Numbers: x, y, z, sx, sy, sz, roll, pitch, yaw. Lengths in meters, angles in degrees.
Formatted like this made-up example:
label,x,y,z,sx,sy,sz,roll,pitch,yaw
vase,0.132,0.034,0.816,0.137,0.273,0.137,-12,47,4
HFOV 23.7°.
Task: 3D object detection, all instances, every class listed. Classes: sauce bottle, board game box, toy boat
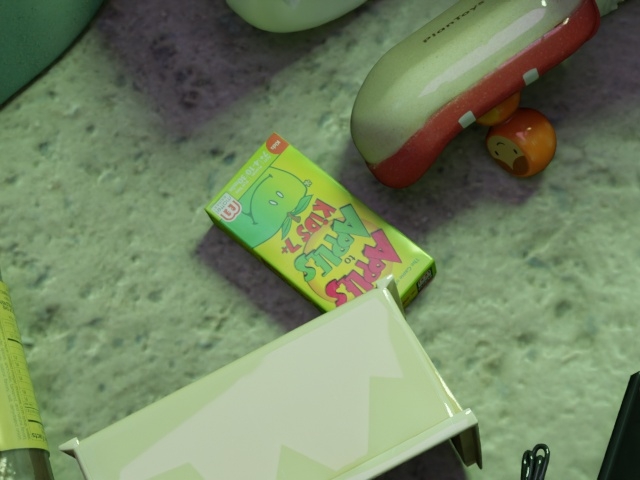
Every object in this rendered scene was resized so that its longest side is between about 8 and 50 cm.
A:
label,x,y,z,sx,sy,sz,roll,pitch,yaw
sauce bottle,-0.278,0.175,1.245,0.111,0.111,0.344,-17,71,2
board game box,0.000,0.000,1.297,0.181,0.043,0.092,39,81,17
toy boat,0.142,-0.116,1.277,0.231,0.151,0.151,-34,107,5

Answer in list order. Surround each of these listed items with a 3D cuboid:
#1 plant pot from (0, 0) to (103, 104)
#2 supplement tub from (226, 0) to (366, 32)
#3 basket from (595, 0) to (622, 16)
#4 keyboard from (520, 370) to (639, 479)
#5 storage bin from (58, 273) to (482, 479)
label,x,y,z,sx,sy,sz,roll,pitch,yaw
plant pot,-0.308,-0.284,1.334,0.252,0.247,0.248,-33,71,-12
supplement tub,-0.060,-0.367,1.319,0.235,0.235,0.325,-36,72,-4
basket,0.278,-0.420,1.243,0.266,0.331,0.328,-20,72,-1
keyboard,0.203,0.250,1.148,0.201,0.033,0.317,29,70,-21
storage bin,-0.024,0.165,1.135,0.262,0.260,0.123,-28,72,-1
